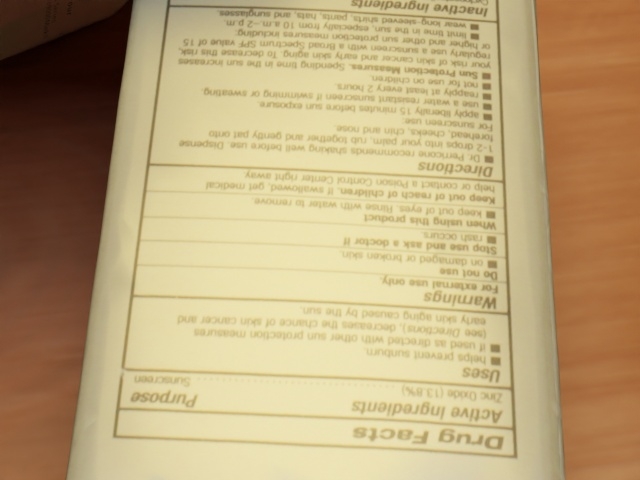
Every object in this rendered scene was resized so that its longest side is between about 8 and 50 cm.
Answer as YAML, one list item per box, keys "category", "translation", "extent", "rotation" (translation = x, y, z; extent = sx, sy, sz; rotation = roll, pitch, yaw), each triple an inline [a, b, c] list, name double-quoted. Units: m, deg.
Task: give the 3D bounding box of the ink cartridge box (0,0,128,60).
- category: "ink cartridge box"
  translation: [-0.136, -0.181, 0.761]
  extent: [0.181, 0.056, 0.224]
  rotation: [39, 44, 23]

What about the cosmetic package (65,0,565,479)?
- category: "cosmetic package"
  translation: [0.000, 0.000, 0.577]
  extent: [0.153, 0.129, 0.296]
  rotation: [4, 54, -1]
